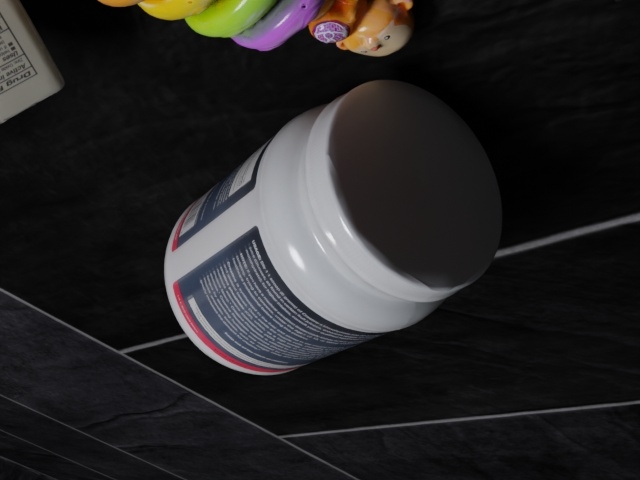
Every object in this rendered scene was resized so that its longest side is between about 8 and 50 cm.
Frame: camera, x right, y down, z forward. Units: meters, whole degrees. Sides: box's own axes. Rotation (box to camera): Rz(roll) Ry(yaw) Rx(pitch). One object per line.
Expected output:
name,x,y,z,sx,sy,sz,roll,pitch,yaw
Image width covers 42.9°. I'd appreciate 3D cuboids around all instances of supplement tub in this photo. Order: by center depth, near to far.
supplement tub,0.000,0.000,0.699,0.191,0.191,0.272,29,147,-22

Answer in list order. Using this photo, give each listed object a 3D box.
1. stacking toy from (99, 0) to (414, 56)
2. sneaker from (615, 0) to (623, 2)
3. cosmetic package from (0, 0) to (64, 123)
stacking toy,-0.051,-0.182,0.498,0.302,0.165,0.175,21,145,-39
sneaker,0.184,-0.186,0.401,0.276,0.097,0.135,8,149,16
cosmetic package,-0.298,-0.190,0.505,0.129,0.153,0.296,53,166,24
